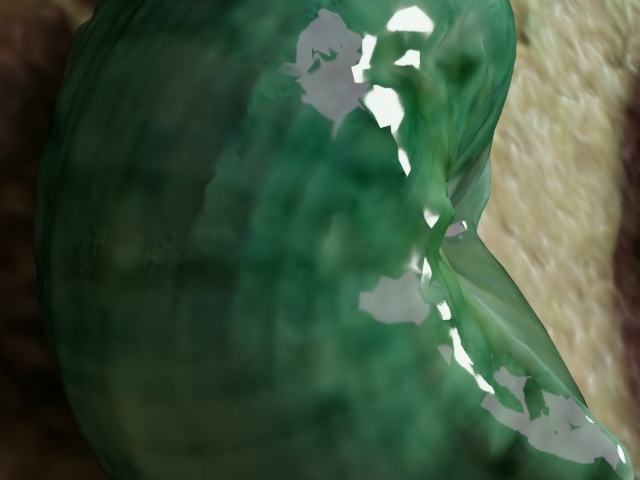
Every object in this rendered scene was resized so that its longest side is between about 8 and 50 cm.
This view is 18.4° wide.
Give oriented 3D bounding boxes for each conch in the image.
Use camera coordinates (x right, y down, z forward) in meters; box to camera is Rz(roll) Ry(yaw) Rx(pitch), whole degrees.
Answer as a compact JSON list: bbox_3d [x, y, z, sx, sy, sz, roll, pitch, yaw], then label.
[{"bbox_3d":[-0.003,-0.002,0.524,0.196,0.134,0.202,65,12,-57],"label":"conch"}]
